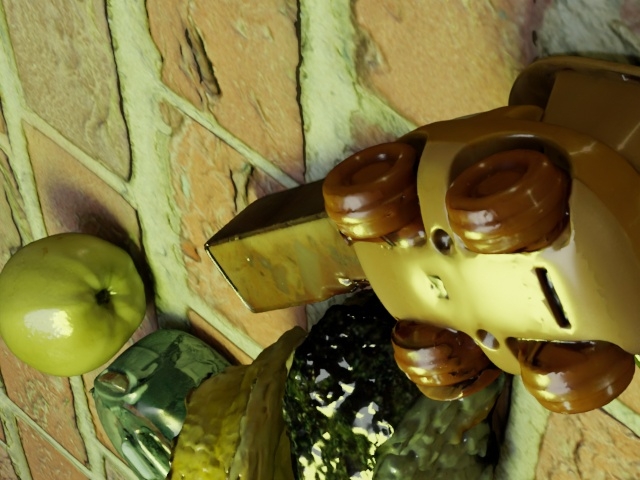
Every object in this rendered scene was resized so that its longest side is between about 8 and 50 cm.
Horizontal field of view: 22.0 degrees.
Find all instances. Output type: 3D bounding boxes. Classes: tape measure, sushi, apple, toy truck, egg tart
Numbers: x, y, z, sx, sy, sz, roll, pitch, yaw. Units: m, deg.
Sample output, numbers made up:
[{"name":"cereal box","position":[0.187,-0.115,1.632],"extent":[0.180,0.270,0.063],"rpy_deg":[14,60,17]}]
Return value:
[{"name":"tape measure","position":[-0.178,0.246,2.122],"extent":[0.256,0.147,0.275],"rpy_deg":[51,154,-2]},{"name":"sushi","position":[0.065,0.194,1.626],"extent":[0.171,0.211,0.350],"rpy_deg":[37,145,34]},{"name":"apple","position":[-0.318,0.078,2.083],"extent":[0.200,0.200,0.200],"rpy_deg":[37,150,25]},{"name":"toy truck","position":[0.160,-0.006,1.215],"extent":[0.288,0.211,0.204],"rpy_deg":[5,128,50]},{"name":"egg tart","position":[-0.069,0.254,1.754],"extent":[0.132,0.345,0.345],"rpy_deg":[3,135,16]}]

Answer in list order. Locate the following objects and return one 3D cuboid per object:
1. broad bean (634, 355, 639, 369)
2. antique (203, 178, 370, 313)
[{"name":"broad bean","position":[0.290,0.121,1.351],"extent":[0.318,0.056,0.098],"rpy_deg":[48,160,17]},{"name":"antique","position":[0.000,0.000,1.601],"extent":[0.093,0.087,0.310],"rpy_deg":[54,153,-12]}]
